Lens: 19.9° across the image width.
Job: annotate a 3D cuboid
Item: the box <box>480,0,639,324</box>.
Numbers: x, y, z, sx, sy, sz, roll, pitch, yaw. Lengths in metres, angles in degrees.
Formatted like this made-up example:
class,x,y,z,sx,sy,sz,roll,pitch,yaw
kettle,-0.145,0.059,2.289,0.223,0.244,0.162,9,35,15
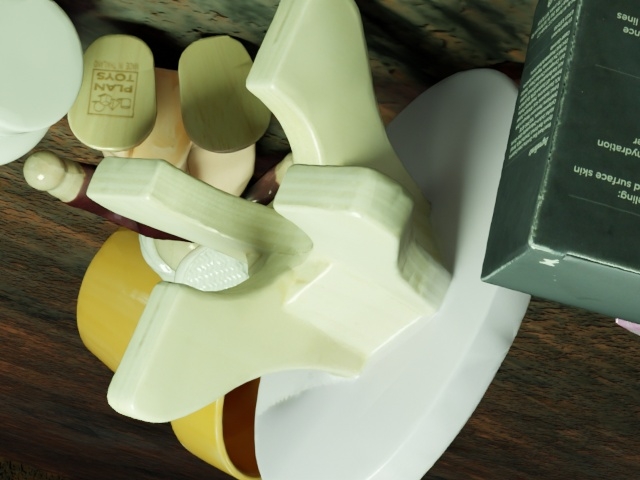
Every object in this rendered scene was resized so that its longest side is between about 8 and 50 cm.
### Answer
class,x,y,z,sx,sy,sz,roll,pitch,yaw
box,0.176,-0.041,0.896,0.156,0.158,0.093,15,165,-8

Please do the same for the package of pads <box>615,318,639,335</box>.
class,x,y,z,sx,sy,sz,roll,pitch,yaw
package of pads,0.279,0.065,1.460,0.050,0.032,0.083,-1,160,46

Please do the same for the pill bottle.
class,x,y,z,sx,sy,sz,roll,pitch,yaw
pill bottle,-0.238,-0.097,1.115,0.117,0.117,0.215,24,162,-37

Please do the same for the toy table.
class,x,y,z,sx,sy,sz,roll,pitch,yaw
toy table,0.000,0.000,0.995,0.161,0.274,0.252,33,152,-35

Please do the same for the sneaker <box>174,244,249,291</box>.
class,x,y,z,sx,sy,sz,roll,pitch,yaw
sneaker,0.010,0.017,1.282,0.240,0.091,0.126,-10,-179,-12

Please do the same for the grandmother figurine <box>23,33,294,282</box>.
class,x,y,z,sx,sy,sz,roll,pitch,yaw
grandmother figurine,-0.097,-0.039,1.252,0.208,0.104,0.342,9,164,5

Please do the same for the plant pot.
class,x,y,z,sx,sy,sz,roll,pitch,yaw
plant pot,-0.092,0.070,1.512,0.188,0.205,0.205,22,172,30
